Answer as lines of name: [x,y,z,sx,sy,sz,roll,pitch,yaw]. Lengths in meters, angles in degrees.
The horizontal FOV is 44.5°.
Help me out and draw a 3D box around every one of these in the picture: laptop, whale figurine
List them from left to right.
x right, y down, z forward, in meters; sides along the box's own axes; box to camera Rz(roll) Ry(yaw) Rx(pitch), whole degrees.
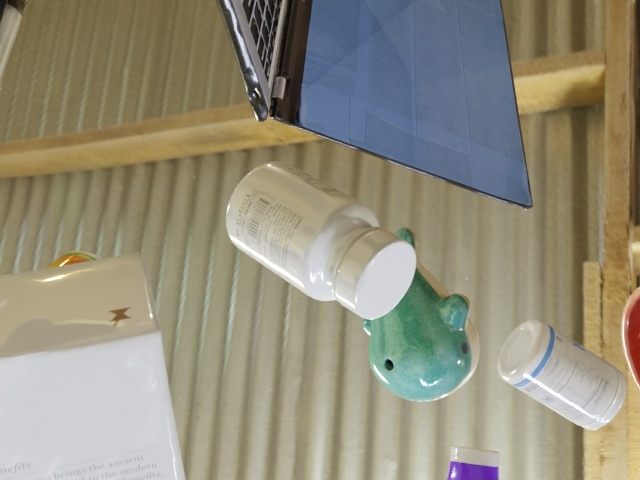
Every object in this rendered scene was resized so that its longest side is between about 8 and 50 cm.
laptop: [0.057,-0.290,0.728,0.236,0.408,0.382,-5,-132,11]
whale figurine: [0.132,0.122,1.216,0.216,0.141,0.272,-16,-85,47]

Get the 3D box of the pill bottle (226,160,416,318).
pill bottle: [0.000,0.000,0.966,0.229,0.131,0.131,31,-88,38]

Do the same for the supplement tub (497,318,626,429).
supplement tub: [0.236,0.131,0.769,0.107,0.071,0.071,31,-88,-10]

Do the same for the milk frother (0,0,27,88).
milk frother: [-0.359,-0.236,0.745,0.143,0.129,0.135,18,-96,-14]

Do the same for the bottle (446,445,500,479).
bottle: [0.196,0.421,1.036,0.092,0.118,0.283,-6,-109,45]

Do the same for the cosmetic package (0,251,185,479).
cosmetic package: [-0.250,0.260,0.786,0.230,0.453,0.161,-9,-153,-13]

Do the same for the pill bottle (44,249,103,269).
pill bottle: [-0.448,0.126,1.298,0.136,0.246,0.136,7,-63,14]

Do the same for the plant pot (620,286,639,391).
plant pot: [0.595,0.123,1.027,0.265,0.272,0.272,-23,-119,-20]
